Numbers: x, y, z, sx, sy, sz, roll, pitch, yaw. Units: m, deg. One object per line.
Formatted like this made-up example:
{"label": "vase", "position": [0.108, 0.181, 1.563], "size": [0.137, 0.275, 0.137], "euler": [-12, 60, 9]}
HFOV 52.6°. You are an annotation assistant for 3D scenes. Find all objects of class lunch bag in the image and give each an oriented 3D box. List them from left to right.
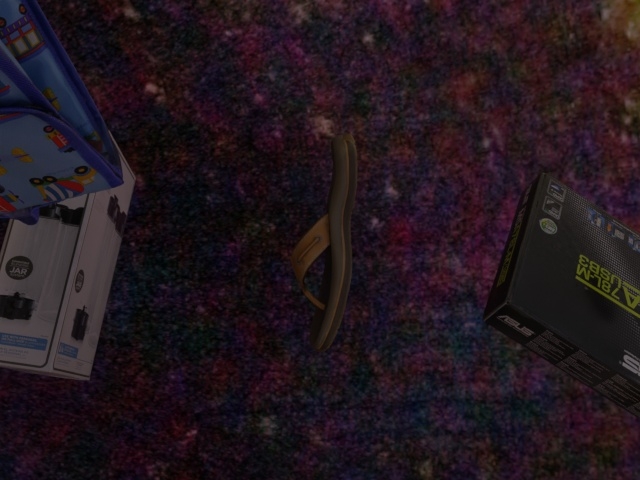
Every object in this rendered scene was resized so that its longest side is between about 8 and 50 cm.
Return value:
{"label": "lunch bag", "position": [-0.308, -0.108, 0.499], "size": [0.293, 0.220, 0.138], "euler": [68, 8, -54]}

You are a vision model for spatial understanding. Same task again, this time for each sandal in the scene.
{"label": "sandal", "position": [0.000, 0.000, 0.537], "size": [0.049, 0.072, 0.180], "euler": [5, 91, -6]}

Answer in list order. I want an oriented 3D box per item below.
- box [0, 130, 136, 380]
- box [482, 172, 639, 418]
{"label": "box", "position": [-0.316, 0.018, 0.801], "size": [0.087, 0.169, 0.290], "euler": [8, 73, -2]}
{"label": "box", "position": [0.260, 0.049, 0.611], "size": [0.190, 0.045, 0.184], "euler": [33, 48, -2]}
